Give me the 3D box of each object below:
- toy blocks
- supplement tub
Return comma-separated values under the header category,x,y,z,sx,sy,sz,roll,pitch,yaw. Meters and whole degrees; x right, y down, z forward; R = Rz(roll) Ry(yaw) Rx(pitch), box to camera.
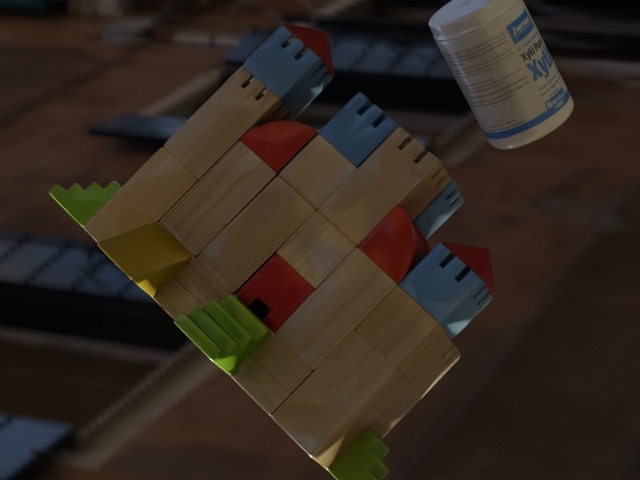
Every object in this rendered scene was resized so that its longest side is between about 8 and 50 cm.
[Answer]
category,x,y,z,sx,sy,sz,roll,pitch,yaw
toy blocks,0.000,0.000,1.564,0.261,0.381,0.191,-45,-24,-3
supplement tub,0.132,-0.127,1.378,0.107,0.071,0.071,60,-143,-19
